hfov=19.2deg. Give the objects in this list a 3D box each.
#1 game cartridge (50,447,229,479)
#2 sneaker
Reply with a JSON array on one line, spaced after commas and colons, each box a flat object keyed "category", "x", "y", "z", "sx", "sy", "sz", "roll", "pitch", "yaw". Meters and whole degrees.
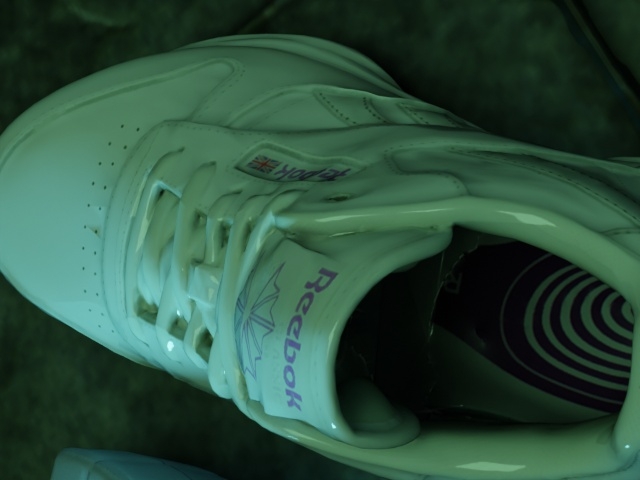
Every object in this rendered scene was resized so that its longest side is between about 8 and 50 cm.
[{"category": "game cartridge", "x": -0.046, "y": 0.178, "z": 0.550, "sx": 0.294, "sy": 0.060, "sz": 0.196, "roll": 38, "pitch": 111, "yaw": 66}, {"category": "sneaker", "x": 0.000, "y": 0.000, "z": 0.554, "sx": 0.305, "sy": 0.152, "sz": 0.114, "roll": 10, "pitch": 99, "yaw": 32}]
